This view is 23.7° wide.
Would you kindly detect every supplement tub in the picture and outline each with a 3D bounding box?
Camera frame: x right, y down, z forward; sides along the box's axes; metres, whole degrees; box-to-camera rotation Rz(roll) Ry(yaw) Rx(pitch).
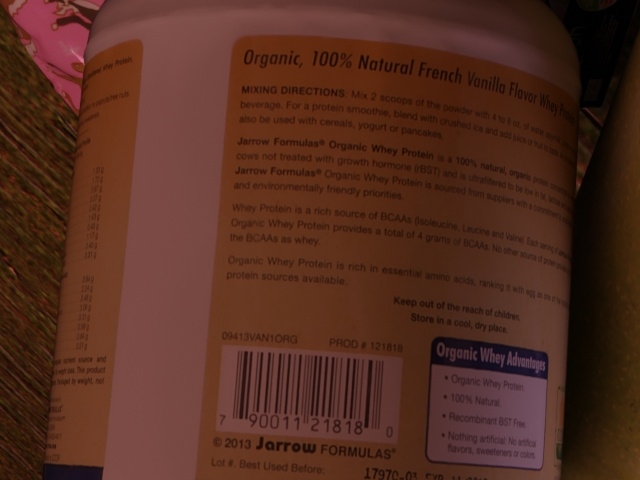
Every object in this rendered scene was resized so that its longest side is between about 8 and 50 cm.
[{"bbox_3d":[0.000,0.000,0.689,0.228,0.316,0.228,5,172,1],"label":"supplement tub"}]

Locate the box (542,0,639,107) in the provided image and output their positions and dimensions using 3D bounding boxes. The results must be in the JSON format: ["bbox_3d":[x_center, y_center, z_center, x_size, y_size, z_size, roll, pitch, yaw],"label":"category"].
[{"bbox_3d":[0.129,-0.172,0.721,0.036,0.114,0.207,-2,143,-7],"label":"box"}]

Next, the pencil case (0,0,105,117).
[{"bbox_3d":[-0.148,-0.218,0.842,0.167,0.160,0.386,17,154,35],"label":"pencil case"}]

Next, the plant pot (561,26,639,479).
[{"bbox_3d":[0.222,0.009,0.729,0.276,0.276,0.254,25,133,24],"label":"plant pot"}]
